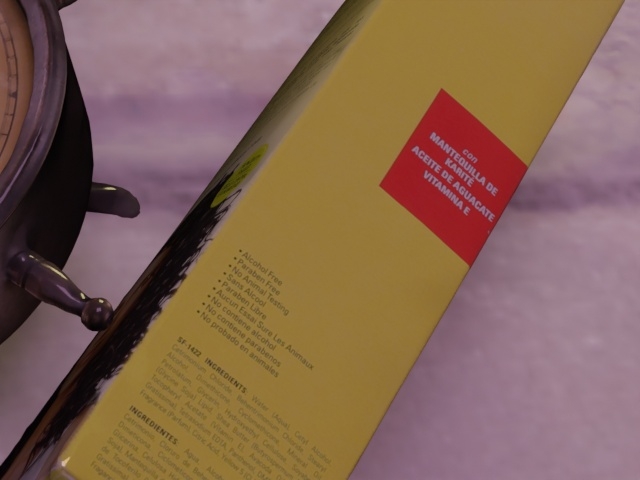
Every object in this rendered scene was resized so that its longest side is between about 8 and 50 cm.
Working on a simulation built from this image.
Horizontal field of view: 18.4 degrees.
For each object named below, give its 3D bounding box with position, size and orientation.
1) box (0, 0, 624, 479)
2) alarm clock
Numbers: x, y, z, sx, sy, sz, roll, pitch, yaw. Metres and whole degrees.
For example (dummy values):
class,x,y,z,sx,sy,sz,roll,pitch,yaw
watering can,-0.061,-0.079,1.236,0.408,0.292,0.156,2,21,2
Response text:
class,x,y,z,sx,sy,sz,roll,pitch,yaw
box,0.000,0.000,0.485,0.058,0.087,0.232,40,51,-8
alarm clock,-0.139,-0.021,0.469,0.192,0.064,0.129,1,60,1
